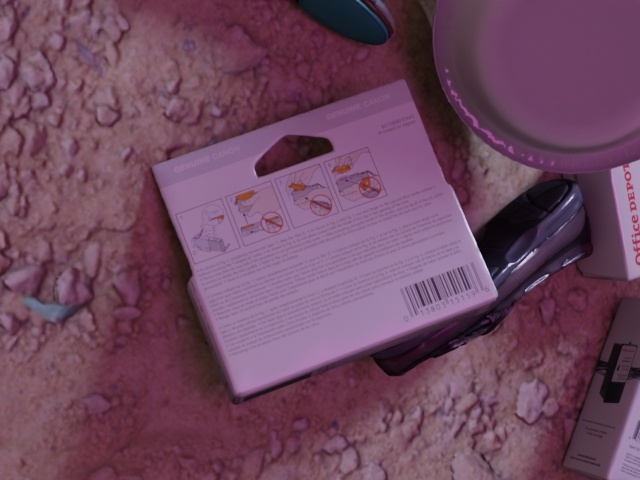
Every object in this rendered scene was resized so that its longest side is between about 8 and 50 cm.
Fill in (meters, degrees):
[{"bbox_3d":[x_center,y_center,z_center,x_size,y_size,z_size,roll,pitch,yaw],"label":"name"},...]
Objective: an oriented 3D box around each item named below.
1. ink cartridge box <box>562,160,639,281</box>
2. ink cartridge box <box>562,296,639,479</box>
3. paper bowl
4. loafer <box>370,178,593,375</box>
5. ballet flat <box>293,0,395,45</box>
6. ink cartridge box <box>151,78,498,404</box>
[{"bbox_3d":[0.378,-0.050,1.865,0.203,0.086,0.148,-17,102,-27],"label":"ink cartridge box"},{"bbox_3d":[0.380,0.183,1.881,0.153,0.087,0.208,25,82,-27],"label":"ink cartridge box"},{"bbox_3d":[0.252,-0.204,1.677,0.284,0.148,0.284,2,110,5],"label":"paper bowl"},{"bbox_3d":[0.178,0.055,1.755,0.302,0.109,0.095,-40,115,-24],"label":"loafer"},{"bbox_3d":[-0.014,-0.266,1.650,0.221,0.077,0.079,21,64,-28],"label":"ballet flat"},{"bbox_3d":[0.000,0.000,1.642,0.275,0.060,0.239,-20,78,-10],"label":"ink cartridge box"}]
